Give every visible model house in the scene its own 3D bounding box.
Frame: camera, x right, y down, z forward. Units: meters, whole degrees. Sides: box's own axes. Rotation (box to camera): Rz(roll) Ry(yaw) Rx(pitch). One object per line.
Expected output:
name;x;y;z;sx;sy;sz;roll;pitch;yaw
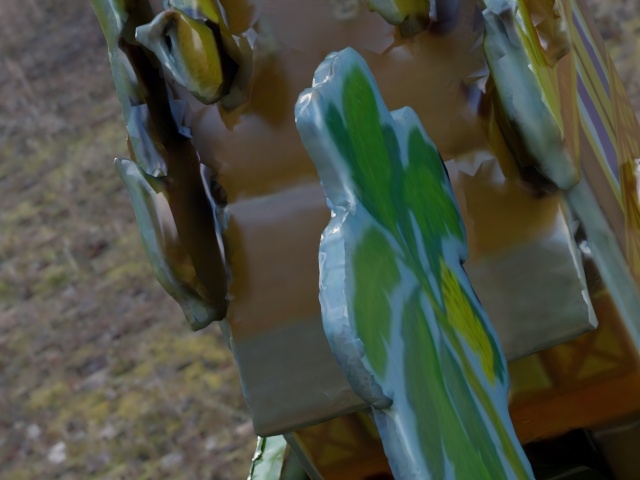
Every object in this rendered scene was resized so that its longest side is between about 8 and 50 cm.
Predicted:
model house;0.000;0.000;0.540;0.242;0.313;0.357;-22;27;21
